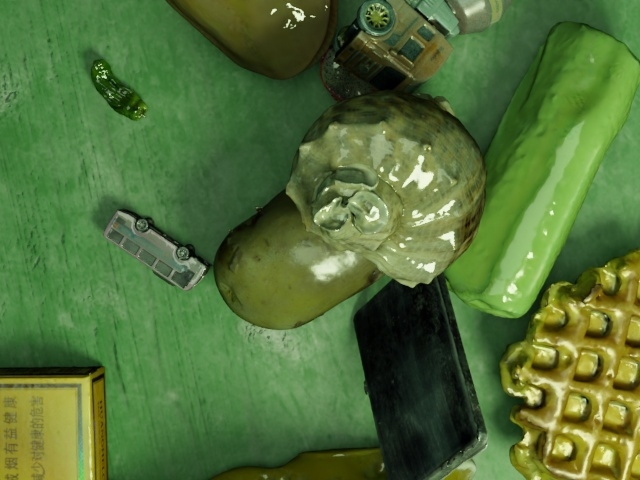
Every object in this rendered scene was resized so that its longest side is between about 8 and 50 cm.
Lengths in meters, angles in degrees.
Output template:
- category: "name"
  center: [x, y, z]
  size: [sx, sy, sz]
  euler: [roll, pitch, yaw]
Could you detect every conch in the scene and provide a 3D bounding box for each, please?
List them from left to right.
- category: "conch"
  center: [0.095, -0.075, 1.484]
  size: [0.210, 0.159, 0.291]
  euler: [46, 52, 0]

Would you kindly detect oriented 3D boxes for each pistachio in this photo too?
- category: "pistachio"
  center: [-0.079, -0.315, 1.613]
  size: [0.260, 0.163, 0.213]
  euler: [43, 128, 0]

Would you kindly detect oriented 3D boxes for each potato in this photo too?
- category: "potato"
  center: [0.000, 0.000, 1.614]
  size: [0.262, 0.165, 0.165]
  euler: [-36, 89, 4]

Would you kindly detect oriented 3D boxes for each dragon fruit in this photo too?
- category: "dragon fruit"
  center: [0.039, -0.192, 1.661]
  size: [0.083, 0.056, 0.060]
  euler: [27, 116, 10]

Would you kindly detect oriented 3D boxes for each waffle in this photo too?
- category: "waffle"
  center: [0.354, 0.165, 1.618]
  size: [0.325, 0.068, 0.302]
  euler: [-31, 102, -7]

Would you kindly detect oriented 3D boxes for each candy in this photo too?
- category: "candy"
  center: [0.246, -0.078, 1.607]
  size: [0.132, 0.142, 0.344]
  euler: [26, 93, 13]

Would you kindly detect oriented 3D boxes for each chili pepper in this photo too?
- category: "chili pepper"
  center: [-0.243, -0.177, 1.697]
  size: [0.091, 0.034, 0.030]
  euler: [47, 61, 2]

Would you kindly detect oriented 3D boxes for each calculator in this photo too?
- category: "calculator"
  center: [0.105, 0.147, 1.576]
  size: [0.021, 0.262, 0.161]
  euler: [15, 138, -32]

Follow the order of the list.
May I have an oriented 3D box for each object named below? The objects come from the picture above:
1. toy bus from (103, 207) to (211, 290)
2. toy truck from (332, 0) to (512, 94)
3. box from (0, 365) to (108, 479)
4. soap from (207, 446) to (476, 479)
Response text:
- category: "toy bus"
  center: [-0.196, 0.011, 1.692]
  size: [0.130, 0.037, 0.052]
  euler: [34, 96, 3]
- category: "toy truck"
  center: [0.136, -0.270, 1.600]
  size: [0.140, 0.108, 0.257]
  euler: [39, 71, -7]
- category: "box"
  center: [-0.410, 0.251, 1.691]
  size: [0.301, 0.084, 0.193]
  euler: [-1, 91, 4]
- category: "soap"
  center: [-0.028, 0.335, 1.690]
  size: [0.338, 0.304, 0.169]
  euler: [0, 100, 43]
